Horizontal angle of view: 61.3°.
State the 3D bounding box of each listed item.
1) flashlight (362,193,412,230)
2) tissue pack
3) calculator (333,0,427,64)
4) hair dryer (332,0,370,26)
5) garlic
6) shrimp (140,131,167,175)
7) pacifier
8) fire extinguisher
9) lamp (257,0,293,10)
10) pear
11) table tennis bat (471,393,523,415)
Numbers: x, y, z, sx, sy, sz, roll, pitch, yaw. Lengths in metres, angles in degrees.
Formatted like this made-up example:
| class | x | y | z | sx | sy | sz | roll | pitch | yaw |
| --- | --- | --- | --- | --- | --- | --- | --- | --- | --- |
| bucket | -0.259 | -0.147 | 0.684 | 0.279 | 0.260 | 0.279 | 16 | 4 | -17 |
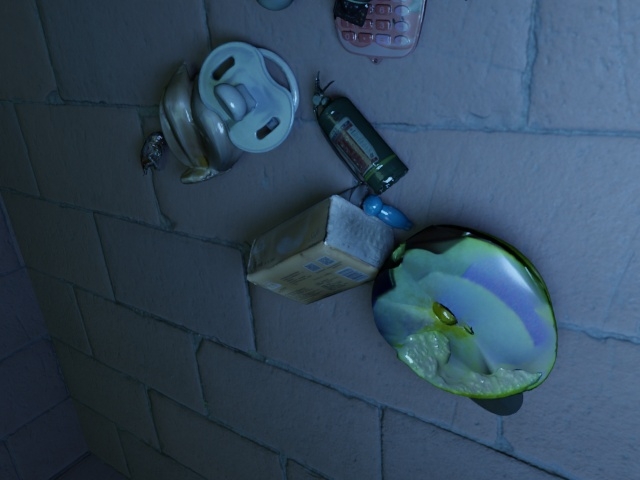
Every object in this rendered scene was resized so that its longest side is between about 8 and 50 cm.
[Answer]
| class | x | y | z | sx | sy | sz | roll | pitch | yaw |
| --- | --- | --- | --- | --- | --- | --- | --- | --- | --- |
| flashlight | 0.153 | -0.060 | 1.217 | 0.129 | 0.051 | 0.051 | 27 | 136 | -17 |
| tissue pack | 0.000 | 0.000 | 1.316 | 0.305 | 0.238 | 0.238 | -26 | 94 | 45 |
| calculator | 0.113 | -0.513 | 1.054 | 0.220 | 0.048 | 0.329 | 18 | 125 | 30 |
| hair dryer | 0.147 | -0.462 | 0.981 | 0.248 | 0.078 | 0.195 | 30 | 134 | 15 |
| garlic | -0.326 | -0.307 | 1.465 | 0.279 | 0.132 | 0.325 | 7 | 122 | 26 |
| shrimp | -0.524 | -0.267 | 1.687 | 0.073 | 0.074 | 0.190 | 26 | 126 | -13 |
| pacifier | -0.184 | -0.343 | 1.271 | 0.227 | 0.207 | 0.279 | -36 | 92 | 25 |
| fire extinguisher | 0.066 | -0.238 | 1.197 | 0.294 | 0.093 | 0.118 | 51 | 136 | 7 |
| lamp | -0.100 | -0.552 | 1.165 | 0.105 | 0.105 | 0.105 | 18 | 122 | 32 |
| pear | 0.312 | 0.130 | 1.133 | 0.399 | 0.165 | 0.398 | 19 | 123 | 32 |
| table tennis bat | 0.371 | 0.329 | 1.293 | 0.234 | 0.022 | 0.131 | 33 | 130 | 19 |
